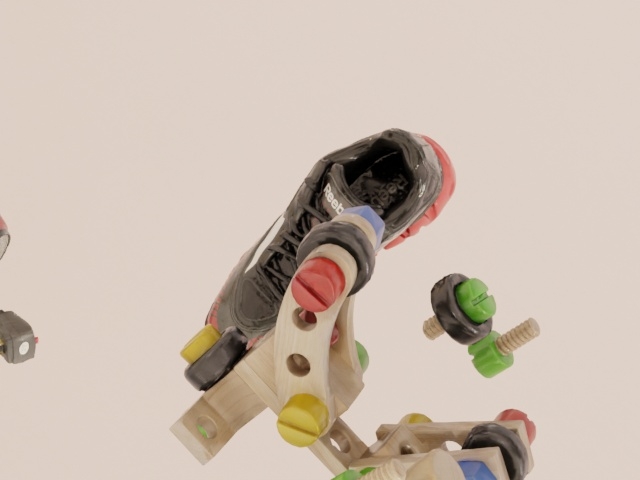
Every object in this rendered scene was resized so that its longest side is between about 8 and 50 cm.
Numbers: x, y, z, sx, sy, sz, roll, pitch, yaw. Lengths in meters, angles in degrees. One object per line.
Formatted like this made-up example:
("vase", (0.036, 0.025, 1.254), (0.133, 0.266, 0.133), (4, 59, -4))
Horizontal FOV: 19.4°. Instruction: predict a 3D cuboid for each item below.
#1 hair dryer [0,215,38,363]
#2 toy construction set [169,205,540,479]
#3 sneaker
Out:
("hair dryer", (-0.395, -0.002, 1.772), (0.080, 0.223, 0.293), (-61, -140, 26))
("toy construction set", (0.007, 0.159, 1.419), (0.237, 0.257, 0.309), (-33, -147, 29))
("sneaker", (0.000, 0.000, 1.628), (0.276, 0.135, 0.097), (-42, -104, -2))
